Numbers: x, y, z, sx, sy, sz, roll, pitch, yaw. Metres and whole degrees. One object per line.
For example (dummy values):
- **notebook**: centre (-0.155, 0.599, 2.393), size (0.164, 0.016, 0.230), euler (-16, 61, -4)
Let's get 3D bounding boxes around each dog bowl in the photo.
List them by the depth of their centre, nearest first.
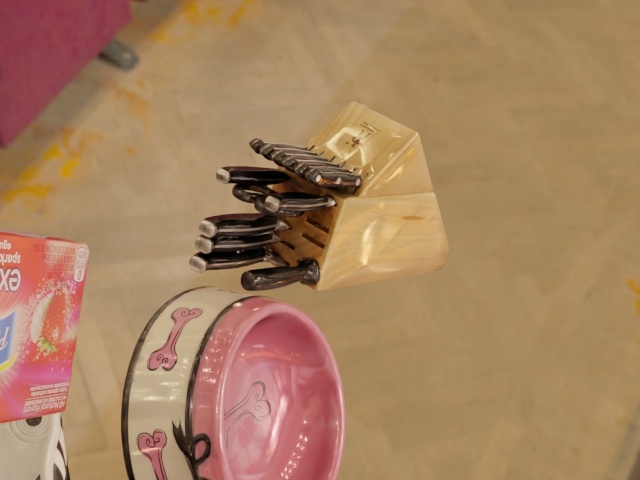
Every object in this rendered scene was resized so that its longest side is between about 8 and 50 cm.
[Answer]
- **dog bowl**: centre (-0.108, 0.266, 1.776), size (0.150, 0.408, 0.408), euler (-7, 33, 32)

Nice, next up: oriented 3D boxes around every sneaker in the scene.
- **sneaker**: centre (-0.312, 0.259, 1.319), size (0.079, 0.121, 0.217), euler (-9, 69, -1)

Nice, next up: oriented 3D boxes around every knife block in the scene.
- **knife block**: centre (0.000, 0.000, 1.135), size (0.088, 0.276, 0.242), euler (31, 68, 33)

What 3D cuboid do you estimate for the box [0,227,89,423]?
- **box**: centre (-0.259, 0.046, 0.713), size (0.128, 0.123, 0.257), euler (8, -1, 16)
